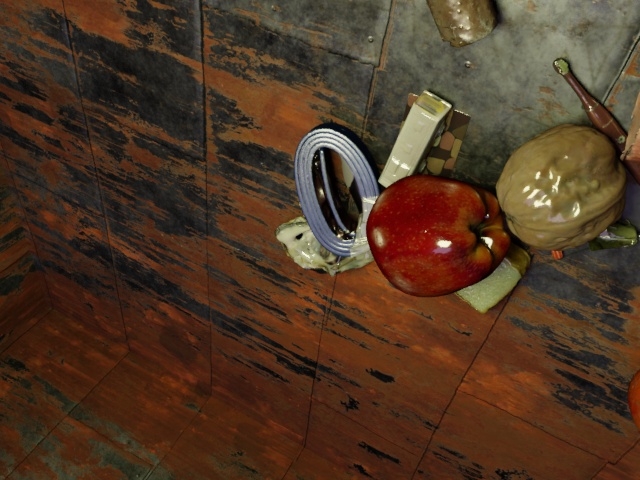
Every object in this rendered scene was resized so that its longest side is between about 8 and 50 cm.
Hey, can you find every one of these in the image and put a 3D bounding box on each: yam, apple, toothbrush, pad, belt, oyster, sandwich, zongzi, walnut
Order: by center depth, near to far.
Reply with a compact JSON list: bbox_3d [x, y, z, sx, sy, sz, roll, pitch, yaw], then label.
[{"bbox_3d":[0.245,-0.524,1.145,0.131,0.131,0.279,-8,122,38],"label":"yam"},{"bbox_3d":[0.595,-0.233,1.218,0.364,0.041,0.041,48,137,-11],"label":"toothbrush"},{"bbox_3d":[0.507,-0.107,1.235,0.273,0.273,0.227,39,180,-1],"label":"walnut"},{"bbox_3d":[0.657,-0.038,1.338,0.109,0.055,0.119,-7,110,35],"label":"zongzi"},{"bbox_3d":[0.260,-0.011,1.358,0.317,0.288,0.288,-3,125,52],"label":"apple"},{"bbox_3d":[0.266,-0.238,1.463,0.158,0.003,0.235,25,136,14],"label":"pad"},{"bbox_3d":[0.053,-0.134,1.551,0.213,0.117,0.346,-15,105,13],"label":"belt"},{"bbox_3d":[0.396,0.050,1.560,0.251,0.087,0.226,35,137,5],"label":"sandwich"},{"bbox_3d":[0.001,-0.001,1.774,0.351,0.114,0.238,-3,132,41],"label":"oyster"}]

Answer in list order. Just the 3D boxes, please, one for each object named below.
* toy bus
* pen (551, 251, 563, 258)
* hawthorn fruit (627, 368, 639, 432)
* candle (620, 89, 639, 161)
[{"bbox_3d":[0.222,-0.225,1.421,0.092,0.106,0.268,33,139,10],"label":"toy bus"},{"bbox_3d":[0.540,-0.056,1.415,0.028,0.028,0.239,-7,121,38],"label":"pen"},{"bbox_3d":[0.890,0.363,1.393,0.276,0.276,0.307,25,113,14],"label":"hawthorn fruit"},{"bbox_3d":[0.617,-0.266,0.988,0.132,0.287,0.316,17,118,23],"label":"candle"}]
